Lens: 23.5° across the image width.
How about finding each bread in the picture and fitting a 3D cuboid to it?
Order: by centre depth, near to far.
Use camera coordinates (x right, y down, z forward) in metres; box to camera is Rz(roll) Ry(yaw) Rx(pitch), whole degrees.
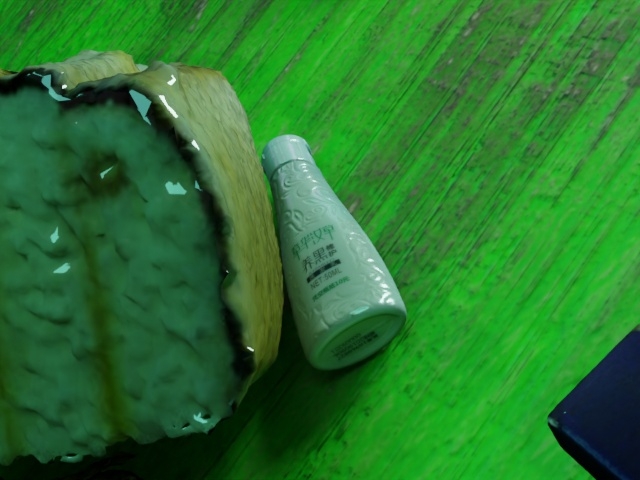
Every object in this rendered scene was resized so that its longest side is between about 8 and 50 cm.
[{"bbox_3d":[-0.165,-0.008,0.958,0.395,0.264,0.239,3,101,25],"label":"bread"}]

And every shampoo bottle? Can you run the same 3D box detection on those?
[{"bbox_3d":[0.000,0.000,1.001,0.069,0.041,0.191,-35,42,13],"label":"shampoo bottle"}]

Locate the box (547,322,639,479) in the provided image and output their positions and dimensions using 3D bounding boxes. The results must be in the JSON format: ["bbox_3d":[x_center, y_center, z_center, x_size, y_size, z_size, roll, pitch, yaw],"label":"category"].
[{"bbox_3d":[0.255,0.054,0.749,0.259,0.071,0.168,-44,42,-6],"label":"box"}]

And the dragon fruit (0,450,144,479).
[{"bbox_3d":[-0.206,0.182,0.938,0.246,0.125,0.125,-20,52,11],"label":"dragon fruit"}]
